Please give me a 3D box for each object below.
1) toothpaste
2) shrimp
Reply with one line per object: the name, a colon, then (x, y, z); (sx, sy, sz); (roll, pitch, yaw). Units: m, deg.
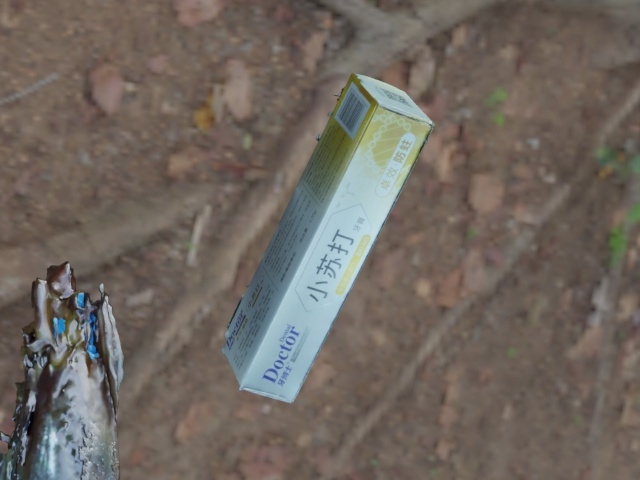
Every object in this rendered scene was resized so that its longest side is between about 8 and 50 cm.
toothpaste: (0.000, 0.000, 1.656); (0.071, 0.089, 0.313); (18, 109, -27)
shrimp: (-0.230, 0.152, 1.143); (0.054, 0.222, 0.290); (44, 52, -71)
